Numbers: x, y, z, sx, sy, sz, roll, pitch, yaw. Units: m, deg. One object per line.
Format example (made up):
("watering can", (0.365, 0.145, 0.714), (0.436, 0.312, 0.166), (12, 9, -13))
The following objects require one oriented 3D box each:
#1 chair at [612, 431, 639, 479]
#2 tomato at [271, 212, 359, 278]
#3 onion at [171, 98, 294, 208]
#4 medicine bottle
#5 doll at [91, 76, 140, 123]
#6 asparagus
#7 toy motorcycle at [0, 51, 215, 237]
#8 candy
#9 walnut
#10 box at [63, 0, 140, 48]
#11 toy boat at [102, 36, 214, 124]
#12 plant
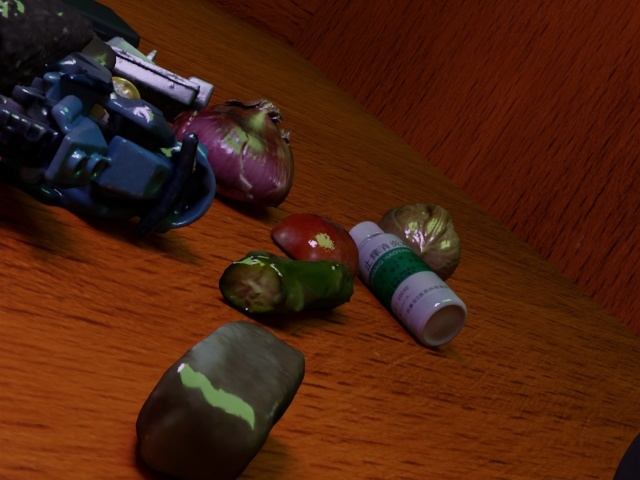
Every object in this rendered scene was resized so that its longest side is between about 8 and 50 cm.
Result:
("chair", (0.580, 0.352, 1.410), (0.410, 0.362, 0.364), (13, 25, -45))
("tomato", (0.000, 0.000, 1.832), (0.155, 0.069, 0.155), (32, 12, -8))
("onion", (-0.128, -0.157, 1.880), (0.230, 0.163, 0.230), (27, 21, -11))
("medicine bottle", (0.129, 0.063, 1.869), (0.095, 0.095, 0.260), (23, 16, -40))
("doll", (-0.324, -0.208, 1.768), (0.129, 0.081, 0.207), (53, 11, -2))
("asparagus", (-0.022, 0.060, 1.552), (0.085, 0.082, 0.343), (0, -4, 26))
("toy motorcycle", (-0.253, -0.105, 1.358), (0.232, 0.172, 0.416), (30, 3, 9))
("candy", (-0.086, 0.141, 1.040), (0.104, 0.102, 0.234), (35, 15, 3))
("walnut", (0.169, 0.007, 2.027), (0.155, 0.155, 0.184), (33, 12, -6))
("box", (-0.482, -0.455, 2.334), (0.230, 0.050, 0.160), (18, 21, -50))
("toy boat", (-0.337, -0.289, 1.953), (0.319, 0.092, 0.141), (24, -14, -7))
("plant", (-0.391, -0.249, 1.507), (0.199, 0.188, 0.276), (38, 14, 15))
